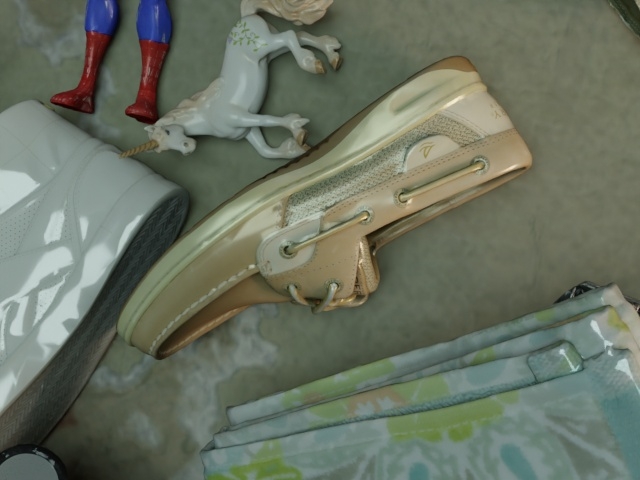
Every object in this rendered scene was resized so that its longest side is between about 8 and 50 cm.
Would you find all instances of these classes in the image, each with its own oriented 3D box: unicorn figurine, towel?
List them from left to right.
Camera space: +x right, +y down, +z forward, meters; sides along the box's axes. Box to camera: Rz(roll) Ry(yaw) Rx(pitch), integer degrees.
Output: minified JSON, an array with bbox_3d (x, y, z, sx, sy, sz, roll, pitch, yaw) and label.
[{"bbox_3d":[-0.054,-0.103,0.848,0.111,0.060,0.162,19,77,12],"label":"unicorn figurine"},{"bbox_3d":[0.116,0.238,0.727,0.320,0.090,0.375,-20,92,34],"label":"towel"}]

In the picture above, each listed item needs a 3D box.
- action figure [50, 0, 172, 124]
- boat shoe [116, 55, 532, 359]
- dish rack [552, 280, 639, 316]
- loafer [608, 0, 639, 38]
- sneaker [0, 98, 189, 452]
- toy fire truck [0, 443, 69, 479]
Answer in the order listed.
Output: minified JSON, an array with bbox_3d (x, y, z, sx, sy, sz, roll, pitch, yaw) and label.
[{"bbox_3d":[-0.137,-0.232,0.827,0.091,0.139,0.280,10,88,10],"label":"action figure"},{"bbox_3d":[0.000,0.000,0.807,0.302,0.109,0.098,-35,81,3],"label":"boat shoe"},{"bbox_3d":[0.241,0.154,0.771,0.271,0.074,0.208,23,92,13],"label":"dish rack"},{"bbox_3d":[0.157,-0.227,0.779,0.268,0.102,0.092,40,91,9],"label":"loafer"},{"bbox_3d":[-0.241,0.042,0.861,0.169,0.108,0.292,34,88,14],"label":"sneaker"},{"bbox_3d":[-0.194,0.296,0.782,0.217,0.158,0.246,33,61,3],"label":"toy fire truck"}]
